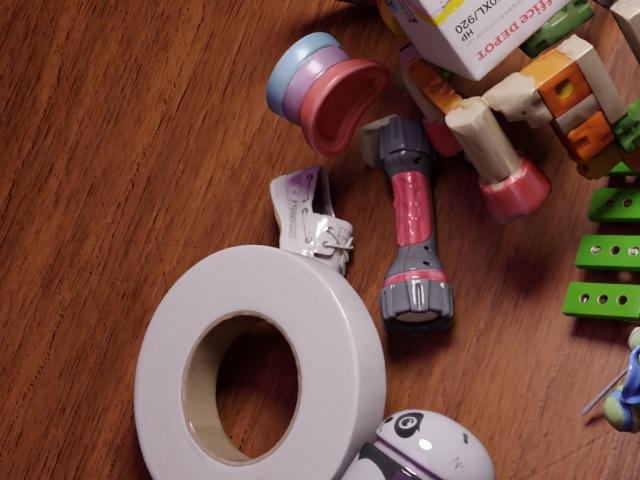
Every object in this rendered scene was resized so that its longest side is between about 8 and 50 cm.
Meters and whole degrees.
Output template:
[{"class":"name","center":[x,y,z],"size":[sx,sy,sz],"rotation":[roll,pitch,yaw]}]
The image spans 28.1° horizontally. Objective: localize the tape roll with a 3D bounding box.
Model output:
[{"class":"tape roll","center":[-0.089,0.202,1.718],"size":[0.392,0.072,0.391],"rotation":[-7,78,35]}]

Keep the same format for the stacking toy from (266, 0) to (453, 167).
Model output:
[{"class":"stacking toy","center":[0.062,-0.265,1.796],"size":[0.130,0.279,0.309],"rotation":[40,92,25]}]

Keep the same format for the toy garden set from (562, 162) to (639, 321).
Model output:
[{"class":"toy garden set","center":[0.428,-0.006,1.590],"size":[0.204,0.049,0.244],"rotation":[1,64,42]}]

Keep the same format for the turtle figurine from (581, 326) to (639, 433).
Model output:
[{"class":"turtle figurine","center":[0.441,0.179,1.455],"size":[0.266,0.274,0.197],"rotation":[-18,35,-3]}]

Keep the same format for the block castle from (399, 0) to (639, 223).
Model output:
[{"class":"block castle","center":[0.350,-0.236,1.650],"size":[0.453,0.213,0.303],"rotation":[-36,31,3]}]

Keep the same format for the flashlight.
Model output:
[{"class":"flashlight","center":[0.122,-0.025,1.749],"size":[0.103,0.103,0.304],"rotation":[138,135,-55]}]

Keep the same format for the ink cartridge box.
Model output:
[{"class":"ink cartridge box","center":[0.159,-0.343,1.546],"size":[0.171,0.232,0.168],"rotation":[-40,25,-1]}]

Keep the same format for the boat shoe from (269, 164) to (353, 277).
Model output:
[{"class":"boat shoe","center":[0.000,0.000,1.819],"size":[0.096,0.098,0.277],"rotation":[-28,53,16]}]

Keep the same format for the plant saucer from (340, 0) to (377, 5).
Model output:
[{"class":"plant saucer","center":[0.075,-0.415,1.863],"size":[0.311,0.311,0.050],"rotation":[-5,72,29]}]

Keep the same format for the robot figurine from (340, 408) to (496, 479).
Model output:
[{"class":"robot figurine","center":[0.090,0.336,1.539],"size":[0.209,0.173,0.278],"rotation":[30,84,38]}]
